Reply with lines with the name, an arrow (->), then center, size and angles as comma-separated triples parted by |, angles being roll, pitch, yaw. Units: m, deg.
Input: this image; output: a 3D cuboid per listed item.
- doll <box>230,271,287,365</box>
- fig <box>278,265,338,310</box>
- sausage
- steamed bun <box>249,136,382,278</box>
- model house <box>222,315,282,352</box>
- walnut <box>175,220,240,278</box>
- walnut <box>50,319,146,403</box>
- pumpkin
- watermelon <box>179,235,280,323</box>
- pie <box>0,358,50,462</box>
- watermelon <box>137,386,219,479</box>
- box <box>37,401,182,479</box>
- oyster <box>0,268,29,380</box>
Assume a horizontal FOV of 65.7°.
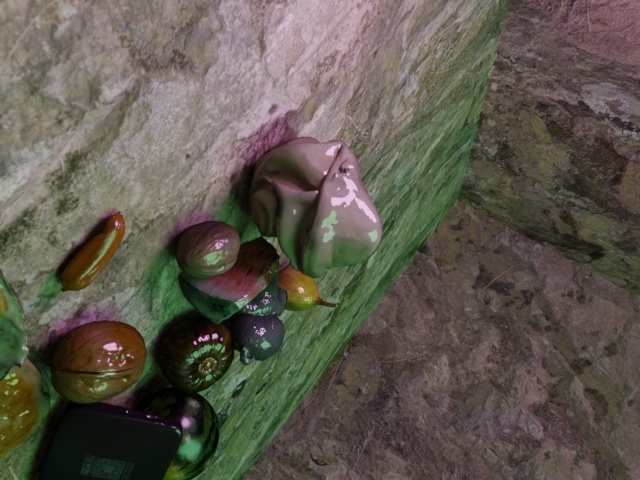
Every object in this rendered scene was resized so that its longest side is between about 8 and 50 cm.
doll -> -0.194, 0.186, 1.457 | 0.158, 0.340, 0.246 | -19, 165, 30
fig -> -0.052, 0.181, 1.694 | 0.159, 0.257, 0.159 | -40, 138, -49
sausage -> -0.429, 0.026, 0.950 | 0.183, 0.054, 0.062 | -54, -174, -13
steamed bun -> -0.048, -0.088, 1.264 | 0.255, 0.367, 0.342 | -12, 169, -29
model house -> -0.193, 0.219, 1.581 | 0.181, 0.176, 0.248 | -9, 118, -62
walnut -> -0.266, 0.021, 1.178 | 0.162, 0.140, 0.140 | -14, 134, -45
walnut -> -0.464, 0.251, 1.044 | 0.167, 0.167, 0.207 | -62, 159, 12
pumpkin -> -0.347, 0.305, 1.383 | 0.219, 0.162, 0.218 | -17, 122, -30
watermelon -> -0.213, 0.095, 1.312 | 0.257, 0.193, 0.139 | -44, 154, -33
pie -> -0.655, 0.344, 0.883 | 0.339, 0.077, 0.339 | -41, 151, -29
watermelon -> -0.413, 0.548, 1.403 | 0.269, 0.269, 0.269 | -45, 155, -28
box -> -0.511, 0.526, 1.207 | 0.290, 0.289, 0.073 | -64, -160, 18
oyster -> -0.554, 0.113, 0.739 | 0.271, 0.100, 0.275 | -52, 152, -7
